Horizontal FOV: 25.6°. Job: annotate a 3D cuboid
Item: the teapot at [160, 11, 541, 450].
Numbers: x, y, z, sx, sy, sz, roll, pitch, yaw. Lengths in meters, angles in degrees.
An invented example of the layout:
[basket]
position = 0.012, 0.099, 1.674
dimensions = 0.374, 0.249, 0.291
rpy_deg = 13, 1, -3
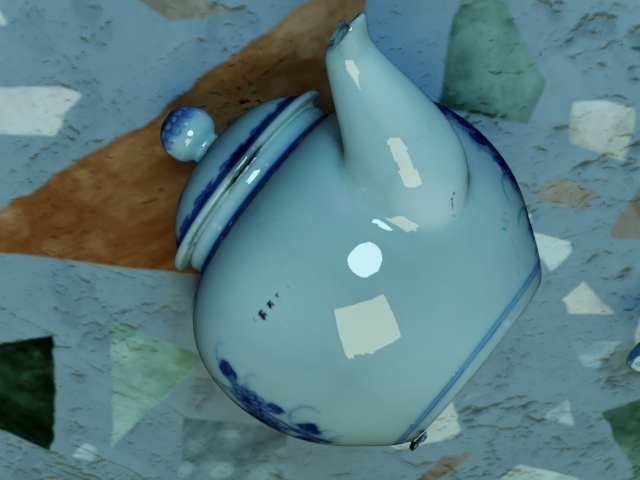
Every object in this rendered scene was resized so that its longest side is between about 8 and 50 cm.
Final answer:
[teapot]
position = 0.000, 0.000, 0.983
dimensions = 0.280, 0.252, 0.424
rpy_deg = 38, 147, 5

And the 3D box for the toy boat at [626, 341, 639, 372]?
[toy boat]
position = 0.398, 0.125, 1.190
dimensions = 0.309, 0.129, 0.142
rpy_deg = 15, 111, -17
